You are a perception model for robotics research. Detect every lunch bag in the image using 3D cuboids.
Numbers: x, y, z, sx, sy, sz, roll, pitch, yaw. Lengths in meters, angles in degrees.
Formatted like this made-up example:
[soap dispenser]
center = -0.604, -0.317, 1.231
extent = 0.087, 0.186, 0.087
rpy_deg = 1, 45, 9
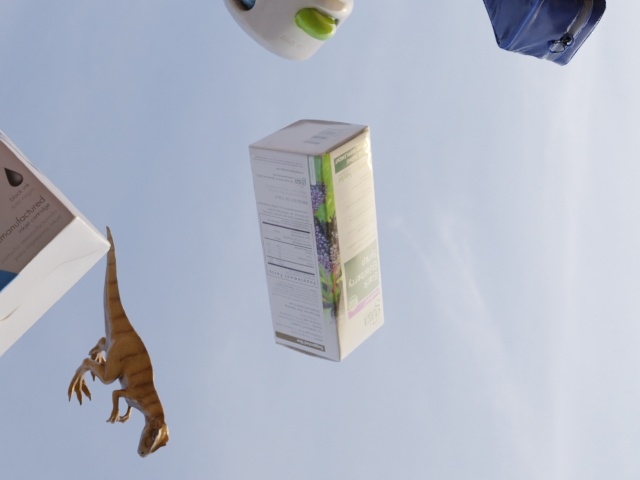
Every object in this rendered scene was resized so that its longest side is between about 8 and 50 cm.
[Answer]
[lunch bag]
center = 0.168, -0.178, 0.669
extent = 0.065, 0.067, 0.098
rpy_deg = 8, -127, -20

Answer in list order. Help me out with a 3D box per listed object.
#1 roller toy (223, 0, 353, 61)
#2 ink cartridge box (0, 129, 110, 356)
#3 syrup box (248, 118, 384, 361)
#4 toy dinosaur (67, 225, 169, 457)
[roller toy]
center = -0.057, -0.393, 1.468
extent = 0.191, 0.146, 0.209
rpy_deg = 41, -151, -11
[ink cartridge box]
center = -0.233, -0.026, 0.566
extent = 0.180, 0.060, 0.104
rpy_deg = 42, -97, 18
[syrup box]
center = 0.000, 0.000, 0.961
extent = 0.093, 0.096, 0.237
rpy_deg = -34, -54, -46
[toy dinosaur]
center = -0.192, 0.104, 0.874
extent = 0.064, 0.112, 0.212
rpy_deg = -4, -109, -60
